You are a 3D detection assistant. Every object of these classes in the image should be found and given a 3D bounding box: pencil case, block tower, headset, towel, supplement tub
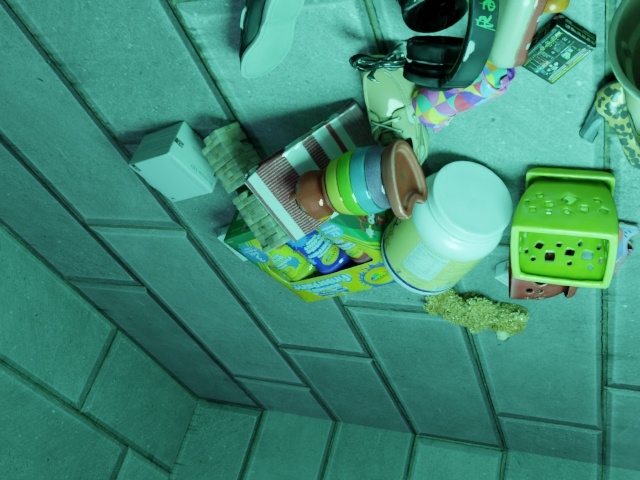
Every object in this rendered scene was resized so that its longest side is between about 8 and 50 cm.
[{"bbox_3d":[0.289,-0.307,1.413,0.104,0.104,0.236,29,158,-18],"label":"pencil case"},{"bbox_3d":[-0.180,-0.138,1.807,0.091,0.097,0.335,-28,94,46],"label":"block tower"},{"bbox_3d":[0.182,-0.380,1.245,0.185,0.243,0.394,-4,178,-12],"label":"headset"},{"bbox_3d":[0.008,-0.162,1.684,0.329,0.037,0.237,-33,123,8],"label":"towel"},{"bbox_3d":[0.312,-0.027,1.743,0.241,0.241,0.331,21,149,-6],"label":"supplement tub"}]

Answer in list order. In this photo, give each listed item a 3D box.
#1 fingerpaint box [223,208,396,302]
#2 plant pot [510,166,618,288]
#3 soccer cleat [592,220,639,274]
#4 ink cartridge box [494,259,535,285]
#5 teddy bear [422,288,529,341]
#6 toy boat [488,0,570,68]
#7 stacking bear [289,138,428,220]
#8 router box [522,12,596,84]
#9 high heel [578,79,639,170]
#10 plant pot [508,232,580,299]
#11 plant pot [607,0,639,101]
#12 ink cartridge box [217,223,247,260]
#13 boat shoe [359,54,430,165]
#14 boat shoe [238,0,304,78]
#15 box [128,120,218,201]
[{"bbox_3d":[0.000,0.000,2.024,0.444,0.163,0.371,-16,135,44],"label":"fingerpaint box"},{"bbox_3d":[0.574,-0.039,1.618,0.228,0.207,0.227,5,148,20],"label":"plant pot"},{"bbox_3d":[0.757,0.039,1.780,0.095,0.083,0.248,2,143,17],"label":"soccer cleat"},{"bbox_3d":[0.575,0.091,1.980,0.088,0.052,0.122,30,149,-20],"label":"ink cartridge box"},{"bbox_3d":[0.490,0.240,2.212,0.338,0.113,0.245,22,151,-6],"label":"teddy bear"},{"bbox_3d":[0.366,-0.416,1.216,0.151,0.151,0.231,-10,150,-9],"label":"toy boat"},{"bbox_3d":[0.070,-0.122,1.567,0.289,0.175,0.164,-10,106,31],"label":"stacking bear"},{"bbox_3d":[0.450,-0.365,1.322,0.092,0.038,0.122,27,149,-14],"label":"router box"},{"bbox_3d":[0.665,-0.225,1.375,0.261,0.093,0.186,21,157,12],"label":"high heel"},{"bbox_3d":[0.583,0.063,1.806,0.174,0.191,0.191,2,147,10],"label":"plant pot"},{"bbox_3d":[0.672,-0.264,1.141,0.333,0.334,0.305,-1,156,29],"label":"plant pot"},{"bbox_3d":[-0.227,-0.013,2.265,0.179,0.045,0.145,-24,132,25],"label":"ink cartridge box"},{"bbox_3d":[0.171,-0.267,1.555,0.121,0.110,0.341,-1,145,28],"label":"boat shoe"},{"bbox_3d":[-0.112,-0.453,1.429,0.114,0.091,0.302,-18,164,-31],"label":"boat shoe"},{"bbox_3d":[-0.399,-0.216,1.930,0.182,0.119,0.181,-9,141,38],"label":"box"}]
